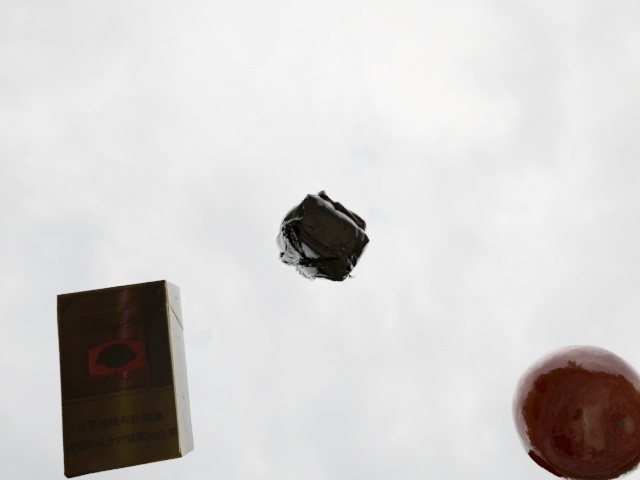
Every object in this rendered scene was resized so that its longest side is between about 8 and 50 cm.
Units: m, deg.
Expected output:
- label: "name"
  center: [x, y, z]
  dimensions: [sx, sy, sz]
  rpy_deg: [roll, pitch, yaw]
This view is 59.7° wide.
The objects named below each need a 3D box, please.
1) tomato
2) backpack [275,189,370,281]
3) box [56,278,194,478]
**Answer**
- label: "tomato"
  center: [0.363, 0.236, 0.764]
  dimensions: [0.194, 0.136, 0.195]
  rpy_deg: [1, -97, -10]
- label: "backpack"
  center: [-0.003, -0.002, 0.786]
  dimensions: [0.120, 0.165, 0.106]
  rpy_deg: [39, -103, -8]
- label: "box"
  center: [-0.268, 0.184, 0.766]
  dimensions: [0.159, 0.071, 0.240]
  rpy_deg: [-8, -105, -4]
